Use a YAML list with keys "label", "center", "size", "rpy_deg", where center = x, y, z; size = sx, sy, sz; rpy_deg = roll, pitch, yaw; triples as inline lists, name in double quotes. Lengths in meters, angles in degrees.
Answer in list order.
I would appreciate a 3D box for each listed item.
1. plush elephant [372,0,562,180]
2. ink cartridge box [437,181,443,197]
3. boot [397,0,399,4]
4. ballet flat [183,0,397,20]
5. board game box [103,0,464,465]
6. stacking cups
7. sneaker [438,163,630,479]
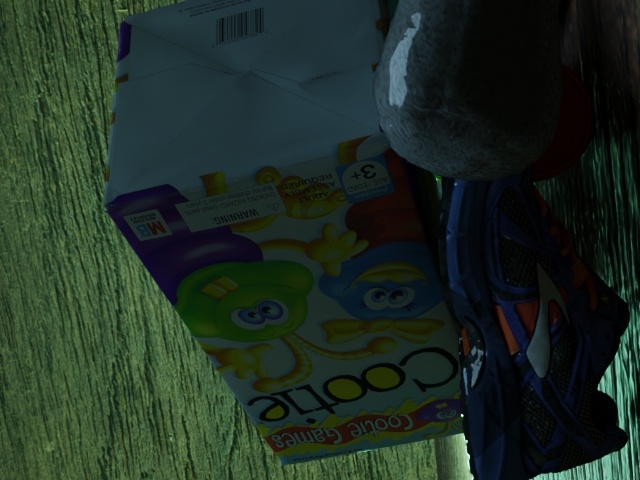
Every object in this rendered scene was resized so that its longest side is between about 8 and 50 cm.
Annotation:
- label: "plush elephant"
  center: [-0.003, -0.236, 0.415]
  size: [0.255, 0.271, 0.330]
  rpy_deg: [-122, 52, -65]
- label: "ink cartridge box"
  center: [0.083, -0.095, 1.089]
  size: [0.127, 0.128, 0.176]
  rpy_deg: [53, -170, -12]
- label: "boot"
  center: [0.107, -0.300, 1.145]
  size: [0.269, 0.089, 0.236]
  rpy_deg: [-82, -13, -73]
- label: "ballet flat"
  center: [-0.007, -0.244, 0.710]
  size: [0.164, 0.181, 0.483]
  rpy_deg: [-121, 40, -82]
- label: "board game box"
  center: [0.000, 0.000, 0.597]
  size: [0.275, 0.144, 0.142]
  rpy_deg: [65, -164, -49]
- label: "stacking cups"
  center: [0.112, -0.072, 0.664]
  size: [0.316, 0.096, 0.096]
  rpy_deg: [-106, 10, -82]
- label: "sneaker"
  center: [0.105, 0.022, 0.500]
  size: [0.083, 0.087, 0.221]
  rpy_deg: [-80, -19, -61]
